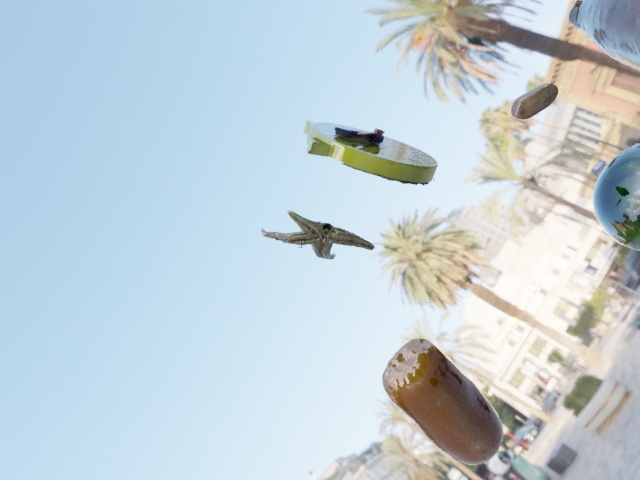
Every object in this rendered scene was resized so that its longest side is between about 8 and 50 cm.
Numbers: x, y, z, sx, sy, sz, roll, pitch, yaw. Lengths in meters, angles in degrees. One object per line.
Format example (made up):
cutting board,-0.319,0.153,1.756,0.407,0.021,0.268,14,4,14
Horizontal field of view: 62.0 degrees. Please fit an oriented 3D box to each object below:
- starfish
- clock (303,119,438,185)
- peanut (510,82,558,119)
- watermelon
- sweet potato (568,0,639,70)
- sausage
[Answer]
starfish,-0.001,0.002,1.231,0.248,0.138,0.050,23,-122,-25
clock,0.107,-0.198,1.107,0.294,0.277,0.071,12,-68,-15
peanut,0.653,-0.424,1.629,0.152,0.076,0.076,-33,-24,15
watermelon,0.713,-0.094,1.139,0.242,0.242,0.242,-38,-34,-32
sweet potato,0.215,-0.093,0.167,0.079,0.346,0.108,16,-96,-28
sausage,0.169,0.224,0.710,0.098,0.098,0.238,-50,-60,-14
